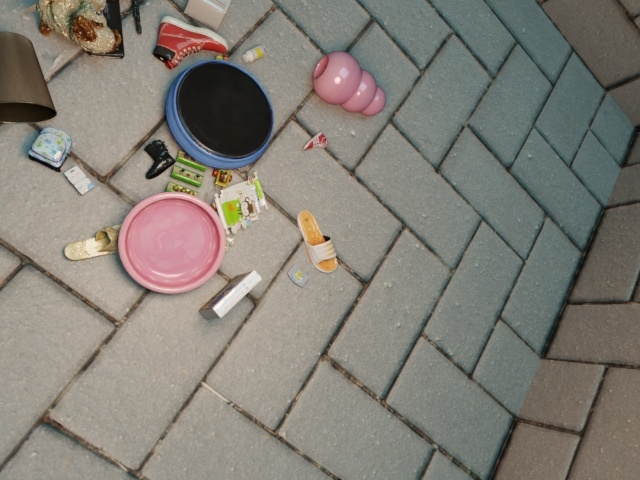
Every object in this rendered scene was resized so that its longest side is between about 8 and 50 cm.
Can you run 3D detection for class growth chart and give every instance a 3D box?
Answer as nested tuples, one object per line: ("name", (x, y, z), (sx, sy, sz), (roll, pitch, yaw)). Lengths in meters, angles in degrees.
("growth chart", (-0.281, -0.131, 1.790), (0.237, 0.021, 0.172), (-36, 110, -43))

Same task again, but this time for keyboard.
("keyboard", (-0.706, -0.775, 1.698), (0.201, 0.033, 0.317), (-5, 86, -22))

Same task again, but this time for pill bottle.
("pill bottle", (-0.259, -0.715, 1.912), (0.083, 0.043, 0.043), (-36, 99, -27))

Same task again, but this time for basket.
("basket", (-0.916, -0.484, 1.482), (0.204, 0.154, 0.227), (-9, 83, -30))

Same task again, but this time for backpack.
("backpack", (-0.826, -0.289, 1.532), (0.105, 0.084, 0.114), (28, 68, -24))

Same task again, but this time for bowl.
("bowl", (-0.341, -0.447, 1.754), (0.391, 0.077, 0.391), (6, 78, -30))

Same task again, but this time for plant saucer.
("plant saucer", (-0.478, 0.004, 1.615), (0.332, 0.084, 0.332), (-5, 104, -20))

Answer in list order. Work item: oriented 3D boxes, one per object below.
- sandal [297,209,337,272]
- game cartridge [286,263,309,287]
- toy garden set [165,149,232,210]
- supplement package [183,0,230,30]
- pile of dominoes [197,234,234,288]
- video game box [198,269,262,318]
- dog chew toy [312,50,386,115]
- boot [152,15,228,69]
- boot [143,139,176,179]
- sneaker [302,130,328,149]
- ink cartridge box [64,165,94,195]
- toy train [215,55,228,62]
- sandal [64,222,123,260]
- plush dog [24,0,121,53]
("sandal", (-0.009, 0.004, 1.916), (0.102, 0.076, 0.265), (-30, 97, -27))
("game cartridge", (-0.087, 0.136, 1.891), (0.083, 0.017, 0.056), (45, 69, -15))
("toy garden set", (-0.418, -0.183, 1.719), (0.204, 0.049, 0.244), (20, 61, -23))
("supplement package", (-0.385, -0.930, 1.826), (0.134, 0.139, 0.244), (23, 74, -22))
("pile of dominoes", (-0.443, 0.034, 1.723), (0.196, 0.040, 0.251), (39, 75, -17))
("video game box", (-0.304, 0.183, 1.664), (0.187, 0.205, 0.048), (-42, 100, -26))
("dog chew toy", (0.132, -0.618, 2.020), (0.332, 0.206, 0.207), (23, 72, -30))
("boot", (-0.463, -0.674, 1.780), (0.244, 0.088, 0.176), (13, 77, -17))
("boot", (-0.562, -0.278, 1.689), (0.121, 0.045, 0.099), (-37, 87, -6))
("sneaker", (-0.015, -0.381, 1.990), (0.067, 0.042, 0.118), (49, 62, -9))
("ink cartridge box", (-0.766, -0.190, 1.579), (0.048, 0.028, 0.083), (-42, 102, -26))
("toy train", (-0.387, -0.602, 1.832), (0.166, 0.046, 0.125), (-43, 108, -25))
("sandal", (-0.677, 0.003, 1.568), (0.240, 0.079, 0.088), (-23, 93, -28))
("plush dog", (-0.753, -0.676, 1.556), (0.225, 0.262, 0.210), (39, 107, 0))
